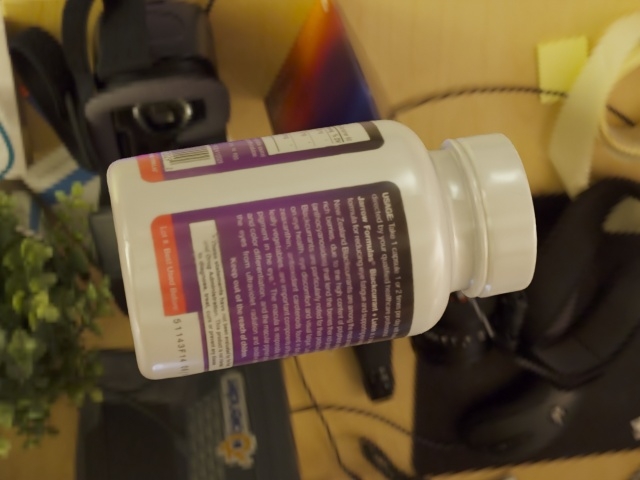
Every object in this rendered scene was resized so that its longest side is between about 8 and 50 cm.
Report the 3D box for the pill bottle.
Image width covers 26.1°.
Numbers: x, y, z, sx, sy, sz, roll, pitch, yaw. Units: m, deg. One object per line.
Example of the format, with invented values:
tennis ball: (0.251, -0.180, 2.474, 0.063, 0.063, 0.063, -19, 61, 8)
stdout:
pill bottle: (0.000, 0.000, 0.670, 0.194, 0.108, 0.108, -9, 126, -8)
